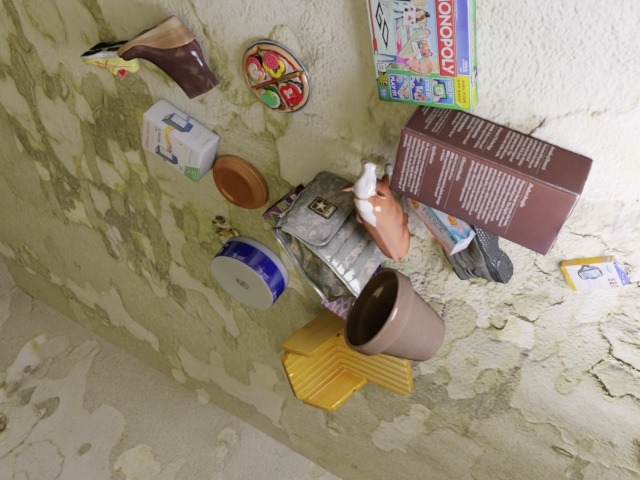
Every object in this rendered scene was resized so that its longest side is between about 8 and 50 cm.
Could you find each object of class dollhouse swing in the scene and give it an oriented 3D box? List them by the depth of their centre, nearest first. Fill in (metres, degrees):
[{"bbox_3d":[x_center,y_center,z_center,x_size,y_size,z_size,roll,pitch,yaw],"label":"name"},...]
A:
[{"bbox_3d":[0.097,0.459,2.107,0.305,0.315,0.347,34,149,40],"label":"dollhouse swing"}]

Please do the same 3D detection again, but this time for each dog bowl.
[{"bbox_3d":[-0.247,0.116,2.147,0.264,0.104,0.265,22,142,19],"label":"dog bowl"}]

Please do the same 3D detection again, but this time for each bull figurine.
[{"bbox_3d":[0.145,-0.089,1.496,0.101,0.188,0.310,-6,133,24],"label":"bull figurine"}]

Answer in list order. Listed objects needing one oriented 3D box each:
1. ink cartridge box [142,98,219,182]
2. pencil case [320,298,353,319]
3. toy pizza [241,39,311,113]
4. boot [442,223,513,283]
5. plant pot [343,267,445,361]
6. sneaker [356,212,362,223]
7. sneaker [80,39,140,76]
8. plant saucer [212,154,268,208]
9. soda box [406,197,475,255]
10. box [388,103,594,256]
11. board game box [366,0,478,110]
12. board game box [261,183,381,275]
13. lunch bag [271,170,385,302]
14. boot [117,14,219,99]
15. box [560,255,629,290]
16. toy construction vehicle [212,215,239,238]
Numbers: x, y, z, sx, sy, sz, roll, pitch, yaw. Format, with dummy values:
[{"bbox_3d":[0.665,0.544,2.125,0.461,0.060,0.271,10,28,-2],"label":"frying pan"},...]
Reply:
[{"bbox_3d":[-0.422,-0.296,1.843,0.212,0.093,0.154,36,145,5],"label":"ink cartridge box"},{"bbox_3d":[0.100,0.221,2.000,0.206,0.088,0.086,34,105,4],"label":"pencil case"},{"bbox_3d":[-0.115,-0.396,1.524,0.201,0.032,0.201,22,142,19],"label":"toy pizza"},{"bbox_3d":[0.369,0.015,1.547,0.161,0.083,0.247,2,131,46],"label":"boot"},{"bbox_3d":[0.231,0.245,1.801,0.229,0.263,0.263,31,148,-21],"label":"plant pot"},{"bbox_3d":[0.117,-0.106,1.589,0.047,0.119,0.057,1,164,3],"label":"sneaker"},{"bbox_3d":[-0.600,-0.509,1.762,0.208,0.081,0.094,9,139,32],"label":"sneaker"},{"bbox_3d":[-0.252,-0.170,1.889,0.199,0.037,0.200,23,143,19],"label":"plant saucer"},{"bbox_3d":[0.287,-0.057,1.484,0.183,0.058,0.063,55,151,23],"label":"soda box"},{"bbox_3d":[0.356,-0.141,1.330,0.381,0.143,0.191,27,143,16],"label":"box"},{"bbox_3d":[0.202,-0.416,1.227,0.213,0.046,0.317,15,139,29],"label":"board game box"},{"bbox_3d":[0.000,0.000,1.863,0.347,0.056,0.208,45,139,-12],"label":"board game box"},{"bbox_3d":[0.030,-0.019,1.652,0.287,0.235,0.169,49,147,-16],"label":"lunch bag"},{"bbox_3d":[-0.407,-0.460,1.635,0.248,0.090,0.207,-10,124,35],"label":"boot"},{"bbox_3d":[0.639,0.077,1.431,0.136,0.028,0.081,-10,124,43],"label":"box"},{"bbox_3d":[-0.330,-0.039,2.101,0.098,0.035,0.086,11,137,31],"label":"toy construction vehicle"}]
